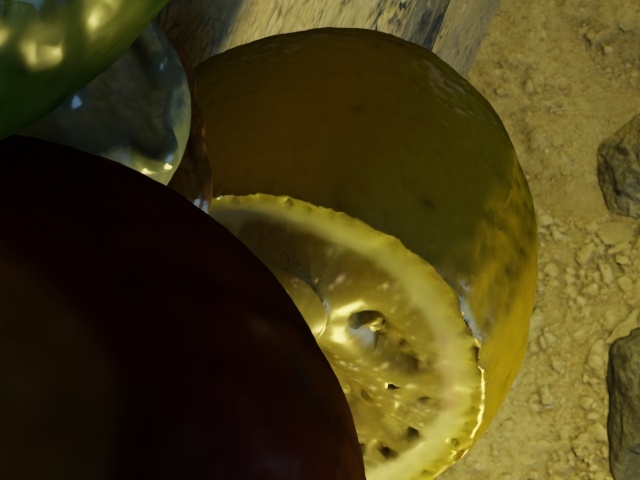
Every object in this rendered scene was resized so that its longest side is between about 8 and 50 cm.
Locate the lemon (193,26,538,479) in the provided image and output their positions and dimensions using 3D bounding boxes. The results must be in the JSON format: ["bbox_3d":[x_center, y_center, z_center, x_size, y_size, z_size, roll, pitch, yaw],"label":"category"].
[{"bbox_3d":[0.000,0.000,1.373,0.364,0.364,0.364,23,90,-80],"label":"lemon"}]

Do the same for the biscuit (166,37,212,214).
[{"bbox_3d":[-0.131,-0.013,1.143,0.208,0.041,0.290,-45,-138,44],"label":"biscuit"}]

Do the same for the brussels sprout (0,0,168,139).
[{"bbox_3d":[-0.141,-0.166,0.606,0.219,0.210,0.271,-24,128,-44],"label":"brussels sprout"}]

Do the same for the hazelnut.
[{"bbox_3d":[-0.169,0.154,0.719,0.409,0.359,0.359,-45,164,-16],"label":"hazelnut"}]

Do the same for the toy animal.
[{"bbox_3d":[-0.165,-0.037,1.052,0.251,0.125,0.127,129,-37,-52],"label":"toy animal"}]
